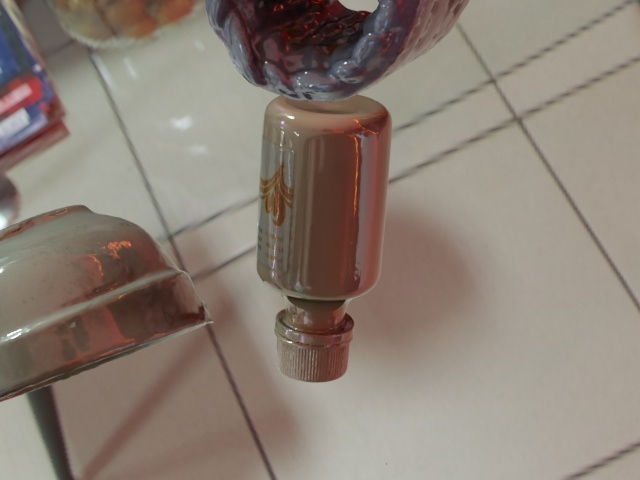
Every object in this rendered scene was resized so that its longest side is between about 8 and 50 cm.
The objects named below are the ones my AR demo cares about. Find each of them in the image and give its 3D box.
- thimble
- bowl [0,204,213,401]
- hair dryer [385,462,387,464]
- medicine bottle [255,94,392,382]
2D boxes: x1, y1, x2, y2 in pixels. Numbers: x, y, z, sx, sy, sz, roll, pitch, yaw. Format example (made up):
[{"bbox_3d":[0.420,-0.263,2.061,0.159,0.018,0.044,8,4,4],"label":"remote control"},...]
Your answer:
[{"bbox_3d":[0.014,-0.155,0.810,0.127,0.151,0.118,19,29,18],"label":"thimble"},{"bbox_3d":[-0.279,0.069,1.530,0.307,0.307,0.163,-24,88,1],"label":"bowl"},{"bbox_3d":[0.025,0.118,0.336,0.044,0.155,0.183,7,57,-12],"label":"hair dryer"},{"bbox_3d":[0.000,0.000,1.339,0.114,0.252,0.114,3,19,-1],"label":"medicine bottle"}]
